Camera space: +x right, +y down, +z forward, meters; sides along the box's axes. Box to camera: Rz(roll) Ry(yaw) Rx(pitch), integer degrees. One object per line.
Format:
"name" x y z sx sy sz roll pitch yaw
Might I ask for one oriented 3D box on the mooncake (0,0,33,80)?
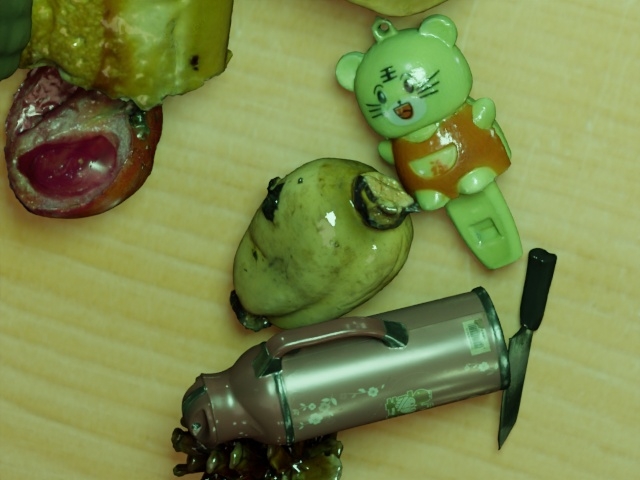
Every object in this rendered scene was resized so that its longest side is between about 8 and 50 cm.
"mooncake" -0.383 -0.225 1.668 0.228 0.124 0.228 12 116 25

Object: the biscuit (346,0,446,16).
"biscuit" 0.071 -0.405 1.626 0.365 0.062 0.385 -32 117 -6

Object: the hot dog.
"hot dog" -0.233 -0.357 1.717 0.367 0.196 0.365 20 125 10

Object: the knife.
"knife" 0.207 0.118 1.901 0.028 0.060 0.230 20 116 26

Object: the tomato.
"tomato" -0.235 -0.106 1.877 0.173 0.099 0.189 -10 70 29

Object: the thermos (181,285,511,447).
"thermos" 0.021 0.137 1.836 0.330 0.136 0.109 -14 84 -7

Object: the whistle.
"whistle" 0.121 -0.096 1.803 0.131 0.106 0.288 -22 106 21

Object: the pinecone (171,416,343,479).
"pinecone" -0.068 0.243 1.950 0.195 0.150 0.179 25 113 9

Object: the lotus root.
"lotus root" 0.000 0.000 1.848 0.154 0.140 0.257 36 129 -21
